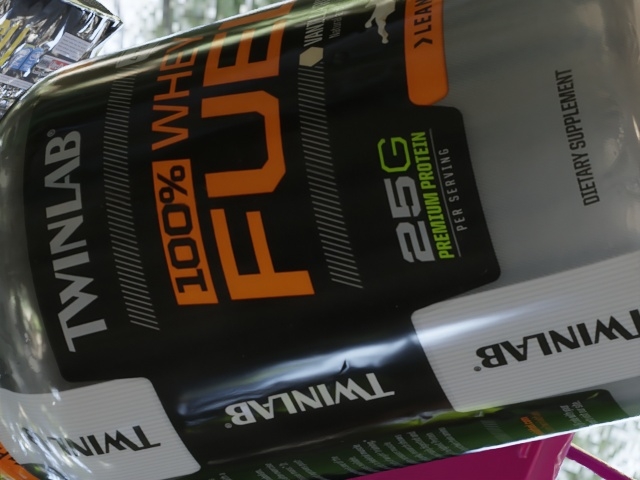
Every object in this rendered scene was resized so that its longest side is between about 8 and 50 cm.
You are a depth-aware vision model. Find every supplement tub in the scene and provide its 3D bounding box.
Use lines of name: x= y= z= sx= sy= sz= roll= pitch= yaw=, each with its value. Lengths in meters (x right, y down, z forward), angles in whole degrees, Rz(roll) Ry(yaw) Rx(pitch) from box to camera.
supplement tub: x=0.000 y=0.000 z=0.452 sx=0.190 sy=0.117 sz=0.117 roll=-15 pitch=-135 yaw=17

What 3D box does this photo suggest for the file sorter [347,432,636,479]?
file sorter: x=0.036 y=0.148 z=0.818 sx=0.182 sy=0.290 sz=0.202 roll=12 pitch=-167 yaw=-46

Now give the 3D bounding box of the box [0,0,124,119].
box: x=-0.265 y=-0.065 z=1.034 sx=0.079 sy=0.257 sz=0.322 roll=40 pitch=-171 yaw=13
